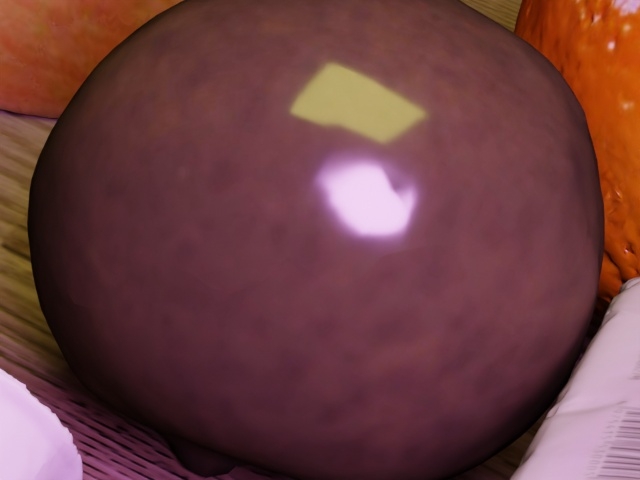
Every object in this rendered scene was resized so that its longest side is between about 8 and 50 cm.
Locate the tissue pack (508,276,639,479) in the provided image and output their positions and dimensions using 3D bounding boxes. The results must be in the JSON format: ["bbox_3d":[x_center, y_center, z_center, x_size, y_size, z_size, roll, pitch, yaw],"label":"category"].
[{"bbox_3d":[0.209,0.164,0.806,0.266,0.193,0.356,8,22,19],"label":"tissue pack"}]

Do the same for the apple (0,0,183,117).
[{"bbox_3d":[-0.194,-0.238,1.295,0.309,0.314,0.252,40,-2,32],"label":"apple"}]

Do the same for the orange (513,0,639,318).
[{"bbox_3d":[0.312,-0.063,1.078,0.424,0.424,0.326,23,69,10],"label":"orange"}]

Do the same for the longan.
[{"bbox_3d":[-0.002,-0.004,0.956,0.297,0.297,0.297,11,33,-8],"label":"longan"}]

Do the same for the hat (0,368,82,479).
[{"bbox_3d":[-0.205,0.133,0.773,0.203,0.203,0.126,12,50,-7],"label":"hat"}]
